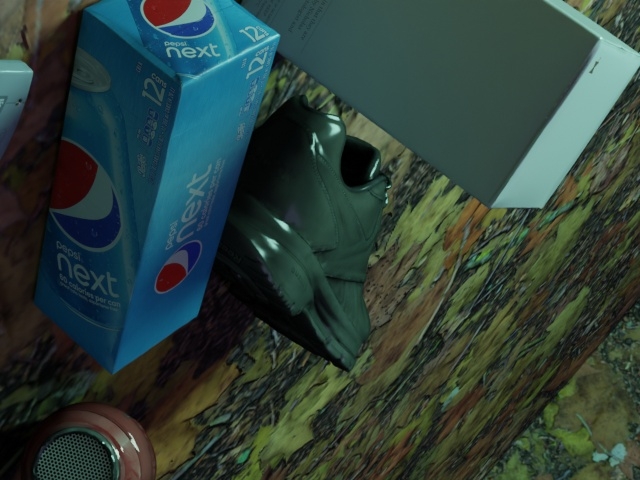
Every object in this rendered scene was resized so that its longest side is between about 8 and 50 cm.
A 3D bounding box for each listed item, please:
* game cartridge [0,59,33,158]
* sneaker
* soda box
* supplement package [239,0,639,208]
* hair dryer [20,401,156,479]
[{"bbox_3d":[-0.159,-0.043,0.640,0.056,0.017,0.083,-7,132,-60],"label":"game cartridge"},{"bbox_3d":[0.000,0.000,0.968,0.130,0.109,0.286,-55,164,-9],"label":"sneaker"},{"bbox_3d":[-0.089,-0.031,0.745,0.071,0.067,0.210,-35,155,-41],"label":"soda box"},{"bbox_3d":[0.065,-0.109,0.788,0.105,0.179,0.105,-57,160,14],"label":"supplement package"},{"bbox_3d":[-0.190,0.184,0.890,0.223,0.080,0.293,-44,176,35],"label":"hair dryer"}]
